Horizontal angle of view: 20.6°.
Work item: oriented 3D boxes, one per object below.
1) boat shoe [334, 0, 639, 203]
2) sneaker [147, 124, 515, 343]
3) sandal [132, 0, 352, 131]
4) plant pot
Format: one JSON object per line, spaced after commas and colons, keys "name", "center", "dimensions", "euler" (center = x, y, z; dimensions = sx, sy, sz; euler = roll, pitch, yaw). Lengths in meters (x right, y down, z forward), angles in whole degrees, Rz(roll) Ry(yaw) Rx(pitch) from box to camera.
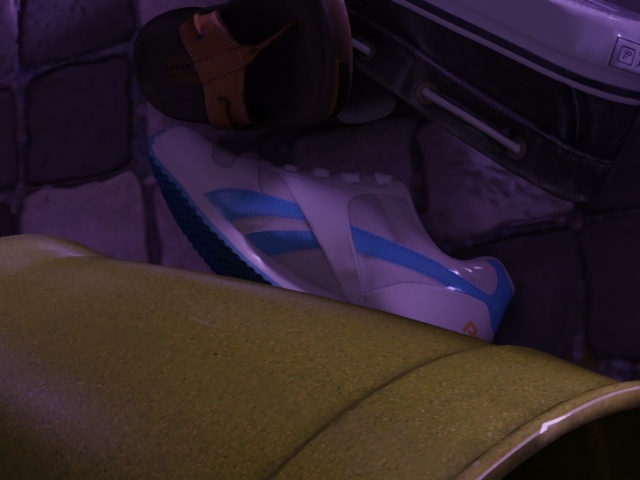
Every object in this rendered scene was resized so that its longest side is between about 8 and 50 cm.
{"name": "boat shoe", "center": [0.028, -0.121, 0.977], "dimensions": [0.335, 0.121, 0.119], "euler": [30, 105, 36]}
{"name": "sneaker", "center": [0.000, 0.000, 0.969], "dimensions": [0.229, 0.087, 0.092], "euler": [36, 73, 21]}
{"name": "sandal", "center": [-0.054, -0.099, 0.963], "dimensions": [0.219, 0.060, 0.090], "euler": [3, 111, 55]}
{"name": "plant pot", "center": [-0.055, 0.166, 0.802], "dimensions": [0.353, 0.366, 0.366], "euler": [26, 80, 37]}
